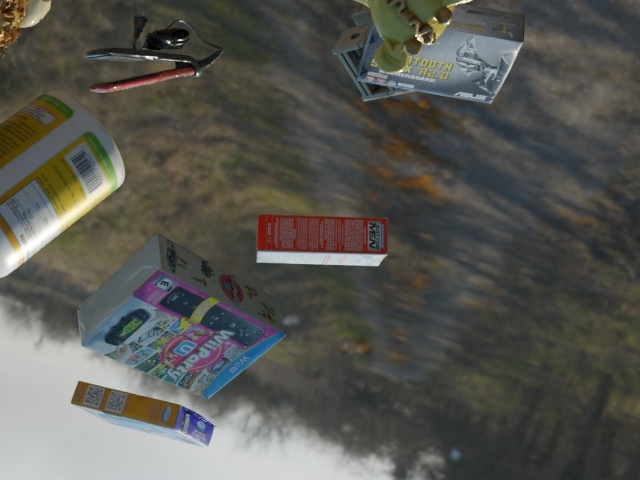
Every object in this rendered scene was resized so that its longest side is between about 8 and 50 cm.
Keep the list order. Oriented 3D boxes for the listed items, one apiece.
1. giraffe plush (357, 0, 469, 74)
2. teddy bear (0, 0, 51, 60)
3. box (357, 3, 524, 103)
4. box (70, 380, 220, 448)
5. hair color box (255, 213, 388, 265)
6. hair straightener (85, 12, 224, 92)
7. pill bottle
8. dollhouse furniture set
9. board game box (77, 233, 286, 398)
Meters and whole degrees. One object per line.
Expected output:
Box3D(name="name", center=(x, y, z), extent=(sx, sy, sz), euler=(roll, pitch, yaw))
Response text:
Box3D(name="giraffe plush", center=(0.083, -0.283, 1.226), extent=(0.170, 0.210, 0.181), euler=(47, 136, 11))
Box3D(name="teddy bear", center=(-0.362, -0.215, 1.174), extent=(0.113, 0.245, 0.338), euler=(28, 132, -18))
Box3D(name="box", center=(0.185, -0.302, 1.788), extent=(0.231, 0.056, 0.183), euler=(9, 156, -5))
Box3D(name="box", center=(-0.167, 0.173, 1.115), extent=(0.136, 0.028, 0.081), euler=(11, 161, 25))
Box3D(name="hair color box", center=(0.000, 0.000, 1.481), extent=(0.167, 0.053, 0.093), euler=(3, 170, -4))
Box3D(name="hair straightener", center=(-0.202, -0.240, 1.413), extent=(0.047, 0.089, 0.230), euler=(0, -167, 38))
Box3D(name="pill bottle", center=(-0.349, -0.046, 1.251), extent=(0.136, 0.245, 0.136), euler=(36, 152, 23))
Box3D(name="dollhouse furniture set", center=(0.136, -0.382, 2.158), extent=(0.129, 0.184, 0.129), euler=(-5, 133, 38))
Box3D(name="board game box", center=(-0.248, 0.145, 2.050), extent=(0.303, 0.224, 0.097), euler=(30, -151, -39))
